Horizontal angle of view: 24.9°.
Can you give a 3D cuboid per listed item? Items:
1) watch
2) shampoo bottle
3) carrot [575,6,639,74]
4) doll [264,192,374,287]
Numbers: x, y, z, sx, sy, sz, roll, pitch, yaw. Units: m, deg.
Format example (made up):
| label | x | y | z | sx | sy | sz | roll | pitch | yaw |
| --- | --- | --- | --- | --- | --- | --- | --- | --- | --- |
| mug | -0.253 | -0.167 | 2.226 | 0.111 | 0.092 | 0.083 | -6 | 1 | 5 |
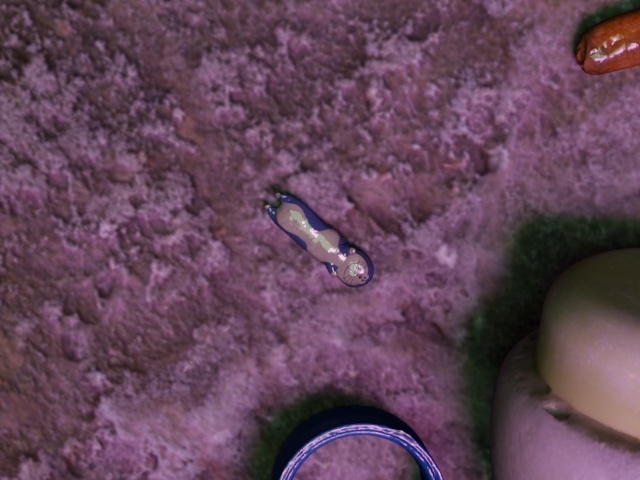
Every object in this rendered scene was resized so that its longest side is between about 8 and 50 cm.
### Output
| label | x | y | z | sx | sy | sz | roll | pitch | yaw |
| --- | --- | --- | --- | --- | --- | --- | --- | --- | --- |
| watch | 0.046 | 0.265 | 1.393 | 0.196 | 0.171 | 0.200 | 0 | 93 | -13 |
| shampoo bottle | 0.309 | 0.185 | 1.285 | 0.322 | 0.322 | 0.317 | 5 | 115 | -2 |
| carrot | 0.322 | -0.197 | 1.327 | 0.186 | 0.060 | 0.060 | -23 | 103 | 7 |
| doll | 0.000 | 0.000 | 1.385 | 0.125 | 0.027 | 0.037 | 39 | 107 | -9 |
